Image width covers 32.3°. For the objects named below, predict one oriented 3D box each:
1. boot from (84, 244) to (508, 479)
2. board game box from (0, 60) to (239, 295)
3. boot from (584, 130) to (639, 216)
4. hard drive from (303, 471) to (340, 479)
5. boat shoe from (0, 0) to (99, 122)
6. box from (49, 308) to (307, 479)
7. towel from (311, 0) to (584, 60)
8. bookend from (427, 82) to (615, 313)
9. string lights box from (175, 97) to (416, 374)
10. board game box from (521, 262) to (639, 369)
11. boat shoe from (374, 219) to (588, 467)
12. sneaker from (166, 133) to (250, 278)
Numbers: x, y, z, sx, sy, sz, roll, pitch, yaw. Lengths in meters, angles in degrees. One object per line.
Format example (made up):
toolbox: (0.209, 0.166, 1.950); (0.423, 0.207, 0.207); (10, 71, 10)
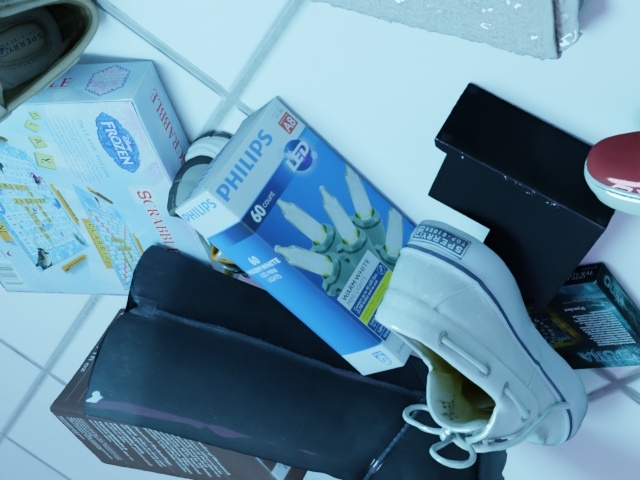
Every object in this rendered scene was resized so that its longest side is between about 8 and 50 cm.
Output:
boot: (-0.035, 0.216, 1.155); (0.445, 0.367, 0.146); (23, 129, -4)
board game box: (-0.284, -0.058, 1.259); (0.318, 0.066, 0.318); (1, 139, 20)
boot: (0.293, -0.099, 0.763); (0.244, 0.088, 0.176); (-1, 136, 29)
hard drive: (-0.087, 0.329, 1.708); (0.203, 0.040, 0.307); (42, 146, -16)
boat shoe: (-0.342, -0.146, 1.001); (0.110, 0.341, 0.121); (-6, 120, 41)
box: (-0.162, 0.205, 1.458); (0.381, 0.191, 0.143); (-1, 136, 40)
towel: (0.060, -0.234, 0.805); (0.282, 0.049, 0.187); (17, 145, 22)
bookend: (0.164, -0.033, 0.969); (0.156, 0.072, 0.157); (28, 149, 7)
string lights box: (0.000, 0.000, 1.094); (0.260, 0.133, 0.077); (42, 149, -16)
board game box: (0.235, 0.083, 1.111); (0.186, 0.026, 0.126); (-11, 129, 48)
boat shoe: (0.145, 0.142, 1.047); (0.136, 0.156, 0.367); (23, 161, 36)
sneaker: (-0.054, 0.011, 1.182); (0.271, 0.108, 0.100); (40, 146, -16)
